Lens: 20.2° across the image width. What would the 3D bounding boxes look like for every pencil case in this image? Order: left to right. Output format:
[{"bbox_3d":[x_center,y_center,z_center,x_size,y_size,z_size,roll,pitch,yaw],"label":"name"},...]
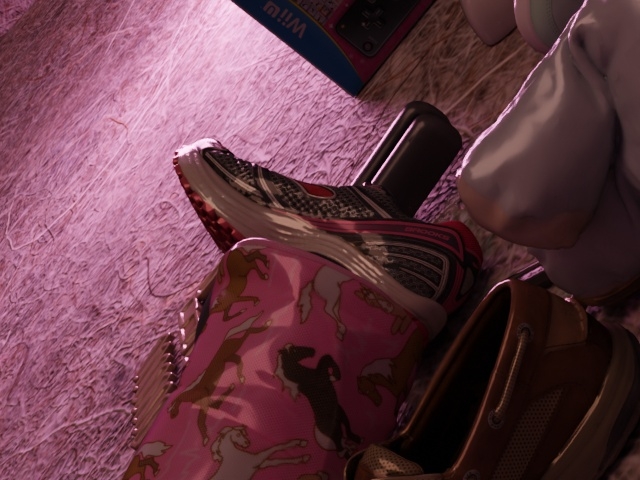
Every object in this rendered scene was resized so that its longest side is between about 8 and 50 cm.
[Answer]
[{"bbox_3d":[-0.074,0.185,1.157,0.386,0.167,0.160,-60,-8,-22],"label":"pencil case"}]

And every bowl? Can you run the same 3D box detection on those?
[{"bbox_3d":[0.171,-0.255,1.594,0.142,0.053,0.142,-44,23,19],"label":"bowl"}]

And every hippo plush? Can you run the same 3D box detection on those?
[{"bbox_3d":[0.246,-0.051,0.948,0.236,0.234,0.294,43,117,40],"label":"hippo plush"}]

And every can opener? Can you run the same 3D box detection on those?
[{"bbox_3d":[0.000,0.000,1.480,0.283,0.095,0.076,-55,20,13],"label":"can opener"}]

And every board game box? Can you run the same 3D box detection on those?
[{"bbox_3d":[0.040,-0.329,1.757,0.303,0.224,0.097,-50,23,9],"label":"board game box"}]

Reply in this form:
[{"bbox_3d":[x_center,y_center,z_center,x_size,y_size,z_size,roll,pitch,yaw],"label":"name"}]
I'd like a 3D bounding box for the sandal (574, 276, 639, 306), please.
[{"bbox_3d":[0.210,-0.038,1.146,0.180,0.049,0.072,-53,26,-6],"label":"sandal"}]

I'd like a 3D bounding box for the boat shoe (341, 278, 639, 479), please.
[{"bbox_3d":[0.059,0.164,1.052,0.324,0.116,0.123,-56,20,-9],"label":"boat shoe"}]

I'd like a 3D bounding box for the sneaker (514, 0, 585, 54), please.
[{"bbox_3d":[0.233,-0.206,1.139,0.256,0.094,0.151,-49,29,11],"label":"sneaker"}]

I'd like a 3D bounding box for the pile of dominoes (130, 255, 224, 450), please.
[{"bbox_3d":[-0.103,0.096,1.671,0.196,0.040,0.251,-51,12,6],"label":"pile of dominoes"}]

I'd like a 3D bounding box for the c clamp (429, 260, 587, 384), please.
[{"bbox_3d":[0.132,0.063,1.205,0.160,0.022,0.137,-36,20,39],"label":"c clamp"}]

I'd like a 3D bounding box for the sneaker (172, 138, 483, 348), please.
[{"bbox_3d":[0.000,-0.005,1.391,0.112,0.121,0.299,-46,51,-14],"label":"sneaker"}]
